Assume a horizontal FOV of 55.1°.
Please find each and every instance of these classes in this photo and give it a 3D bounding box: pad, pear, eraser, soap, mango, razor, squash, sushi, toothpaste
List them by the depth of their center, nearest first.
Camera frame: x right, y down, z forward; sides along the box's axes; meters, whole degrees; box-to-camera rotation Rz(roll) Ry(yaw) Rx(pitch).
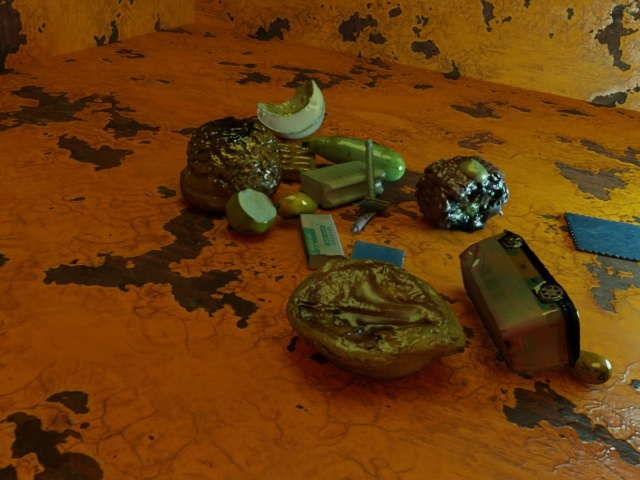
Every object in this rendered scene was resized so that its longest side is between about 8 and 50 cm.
[{"bbox_3d":[0.577,0.270,1.336,0.079,0.057,0.114,-22,34,-24],"label":"mango"},{"bbox_3d":[0.127,0.099,1.550,0.144,0.042,0.311,11,30,9],"label":"eraser"},{"bbox_3d":[0.000,0.000,1.685,0.096,0.052,0.225,-1,31,-9],"label":"eraser"},{"bbox_3d":[-0.202,-0.071,1.715,0.141,0.104,0.141,24,46,-27],"label":"pear"},{"bbox_3d":[-0.069,-0.098,1.799,0.188,0.101,0.066,2,62,-59],"label":"mango"},{"bbox_3d":[0.125,-0.060,1.844,0.045,0.028,0.170,10,27,20],"label":"toothpaste"},{"bbox_3d":[0.430,-0.145,1.863,0.270,0.236,0.170,-5,40,-27],"label":"sushi"},{"bbox_3d":[0.156,-0.209,1.923,0.106,0.231,0.068,10,-21,-34],"label":"razor"},{"bbox_3d":[0.925,-0.010,1.948,0.270,0.012,0.269,10,29,5],"label":"pad"},{"bbox_3d":[0.073,-0.187,1.988,0.262,0.094,0.150,-18,38,-36],"label":"soap"},{"bbox_3d":[0.118,-0.301,2.143,0.371,0.118,0.118,19,31,5],"label":"squash"}]

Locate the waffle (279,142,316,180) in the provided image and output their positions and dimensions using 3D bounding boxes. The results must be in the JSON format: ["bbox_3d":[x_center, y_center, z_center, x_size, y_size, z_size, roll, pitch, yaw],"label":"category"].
[{"bbox_3d":[-0.127,-0.278,2.142,0.221,0.055,0.247,5,29,-4],"label":"waffle"}]

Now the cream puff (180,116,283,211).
[{"bbox_3d":[-0.275,-0.243,1.861,0.327,0.231,0.343,33,44,30],"label":"cream puff"}]

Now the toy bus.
[{"bbox_3d":[0.441,0.127,1.429,0.163,0.171,0.386,-14,30,2],"label":"toy bus"}]

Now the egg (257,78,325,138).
[{"bbox_3d":[-0.097,-0.484,2.409,0.271,0.162,0.206,-34,77,-6],"label":"egg"}]

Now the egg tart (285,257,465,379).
[{"bbox_3d":[0.104,0.170,1.302,0.352,0.152,0.339,-9,37,-23],"label":"egg tart"}]
